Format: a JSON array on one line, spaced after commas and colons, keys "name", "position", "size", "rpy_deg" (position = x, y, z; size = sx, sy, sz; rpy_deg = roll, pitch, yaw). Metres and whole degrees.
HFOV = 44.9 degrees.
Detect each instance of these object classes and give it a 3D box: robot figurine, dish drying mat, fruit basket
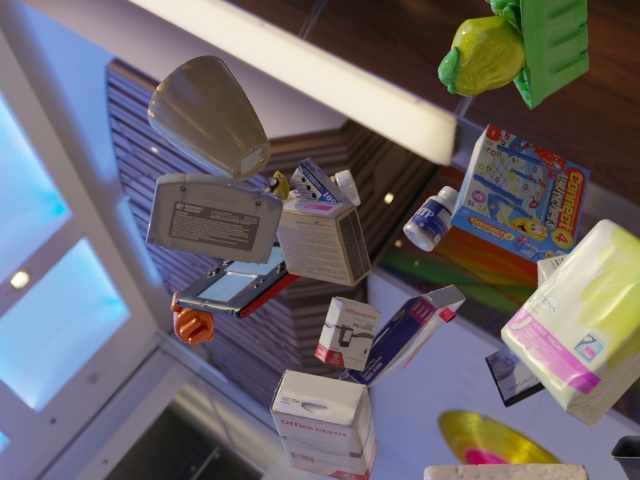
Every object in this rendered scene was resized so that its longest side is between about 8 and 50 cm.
[{"name": "robot figurine", "position": [-0.408, 0.245, 2.484], "size": [0.219, 0.158, 0.128], "rpy_deg": [-116, 40, -65]}, {"name": "dish drying mat", "position": [0.320, 0.189, 1.956], "size": [0.032, 0.008, 0.083], "rpy_deg": [-43, 8, 1]}, {"name": "fruit basket", "position": [0.435, -0.488, 1.839], "size": [0.391, 0.283, 0.392], "rpy_deg": [-7, -42, -6]}]

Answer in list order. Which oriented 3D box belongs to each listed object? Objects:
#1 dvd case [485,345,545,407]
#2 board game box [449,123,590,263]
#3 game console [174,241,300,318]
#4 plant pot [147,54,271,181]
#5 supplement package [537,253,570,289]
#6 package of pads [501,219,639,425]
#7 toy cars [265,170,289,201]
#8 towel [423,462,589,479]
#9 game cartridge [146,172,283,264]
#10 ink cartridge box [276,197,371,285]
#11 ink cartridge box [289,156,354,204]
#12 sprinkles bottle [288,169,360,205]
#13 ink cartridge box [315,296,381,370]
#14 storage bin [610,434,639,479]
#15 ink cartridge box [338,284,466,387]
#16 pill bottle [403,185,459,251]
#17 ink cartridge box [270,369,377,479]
[{"name": "dvd case", "position": [0.530, 0.324, 2.005], "size": [0.180, 0.022, 0.253], "rpy_deg": [-30, 15, 10]}, {"name": "board game box", "position": [0.521, -0.114, 2.006], "size": [0.086, 0.301, 0.308], "rpy_deg": [115, 179, -56]}, {"name": "game console", "position": [-0.223, 0.108, 2.330], "size": [0.342, 0.386, 0.060], "rpy_deg": [-34, -68, -33]}, {"name": "plant pot", "position": [-0.260, -0.287, 1.990], "size": [0.256, 0.274, 0.256], "rpy_deg": [-37, -21, -16]}, {"name": "supplement package", "position": [0.559, 0.133, 1.560], "size": [0.149, 0.203, 0.194], "rpy_deg": [-100, -4, -47]}, {"name": "package of pads", "position": [0.473, 0.130, 1.324], "size": [0.101, 0.229, 0.296], "rpy_deg": [34, -79, -30]}, {"name": "toy cars", "position": [-0.180, -0.074, 2.263], "size": [0.393, 0.087, 0.177], "rpy_deg": [-36, -41, -55]}, {"name": "towel", "position": [0.338, 0.503, 1.359], "size": [0.332, 0.316, 0.054], "rpy_deg": [-67, -27, -72]}, {"name": "game cartridge", "position": [-0.246, -0.054, 1.818], "size": [0.062, 0.297, 0.198], "rpy_deg": [-103, 27, -62]}, {"name": "ink cartridge box", "position": [0.000, 0.000, 1.962], "size": [0.088, 0.234, 0.193], "rpy_deg": [-34, -59, -38]}, {"name": "ink cartridge box", "position": [0.004, -0.141, 2.322], "size": [0.046, 0.207, 0.097], "rpy_deg": [-30, -18, -42]}, {"name": "sprinkles bottle", "position": [-0.053, -0.114, 2.512], "size": [0.355, 0.121, 0.121], "rpy_deg": [-20, -24, 3]}, {"name": "ink cartridge box", "position": [0.066, 0.220, 1.834], "size": [0.063, 0.109, 0.151], "rpy_deg": [25, 98, 67]}, {"name": "storage bin", "position": [0.746, 0.499, 1.753], "size": [0.135, 0.091, 0.098], "rpy_deg": [-16, 14, 48]}, {"name": "ink cartridge box", "position": [0.237, 0.275, 2.172], "size": [0.324, 0.071, 0.330], "rpy_deg": [-52, -20, 23]}, {"name": "pill bottle", "position": [0.350, -0.069, 2.351], "size": [0.187, 0.112, 0.112], "rpy_deg": [-49, -23, -12]}, {"name": "ink cartridge box", "position": [0.011, 0.340, 1.406], "size": [0.218, 0.158, 0.092], "rpy_deg": [77, -153, -48]}]
